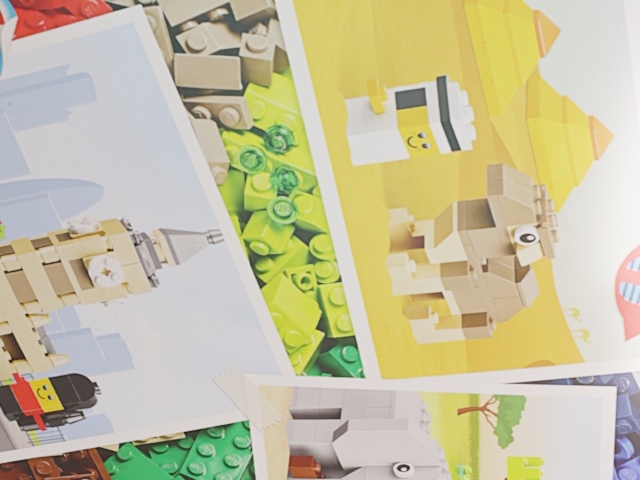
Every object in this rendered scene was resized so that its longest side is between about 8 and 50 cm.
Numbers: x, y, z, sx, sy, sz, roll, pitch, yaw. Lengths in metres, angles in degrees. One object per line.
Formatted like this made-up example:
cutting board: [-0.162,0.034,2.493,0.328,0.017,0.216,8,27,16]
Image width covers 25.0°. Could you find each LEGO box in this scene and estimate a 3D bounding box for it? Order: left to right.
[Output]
LEGO box: [0.000,0.000,0.614,0.372,0.193,0.500,-5,119,14]
